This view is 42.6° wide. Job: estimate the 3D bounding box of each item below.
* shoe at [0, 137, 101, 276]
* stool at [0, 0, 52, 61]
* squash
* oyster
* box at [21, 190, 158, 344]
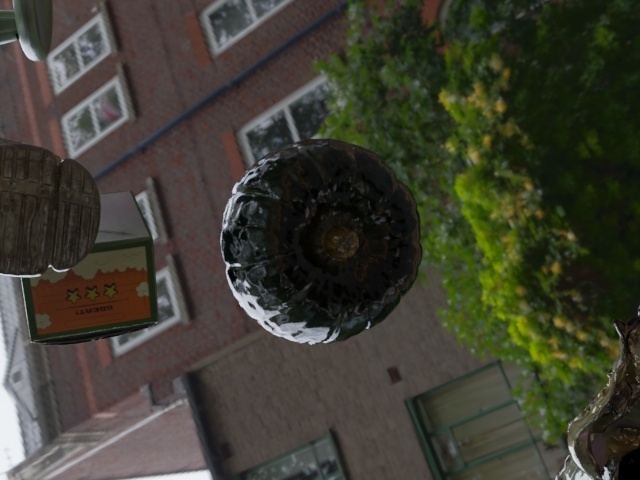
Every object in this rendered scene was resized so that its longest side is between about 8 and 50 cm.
[{"bbox_3d":[-0.426,-0.047,0.908,0.351,0.172,0.198,14,-179,-17],"label":"shoe"},{"bbox_3d":[-0.478,-0.348,1.119,0.195,0.198,0.195,-113,26,-67],"label":"stool"},{"bbox_3d":[0.000,0.000,1.004,0.252,0.165,0.252,3,-98,-27],"label":"squash"},{"bbox_3d":[0.257,0.162,0.650,0.354,0.107,0.201,47,-112,-40],"label":"oyster"},{"bbox_3d":[-0.339,0.034,1.184,0.195,0.177,0.148,-133,40,-59],"label":"box"}]
